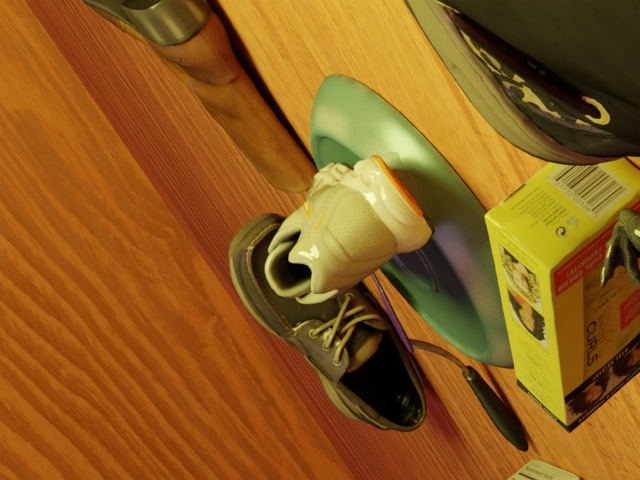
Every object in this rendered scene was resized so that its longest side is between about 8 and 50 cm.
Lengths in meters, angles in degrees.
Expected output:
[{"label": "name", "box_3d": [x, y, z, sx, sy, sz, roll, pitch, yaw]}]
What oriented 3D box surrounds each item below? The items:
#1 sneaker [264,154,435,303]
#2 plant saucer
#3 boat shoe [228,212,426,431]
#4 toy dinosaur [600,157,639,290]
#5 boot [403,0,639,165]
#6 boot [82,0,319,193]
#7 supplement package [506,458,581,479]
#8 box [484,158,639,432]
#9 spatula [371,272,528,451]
[{"label": "sneaker", "box_3d": [0.000, 0.000, 1.159, 0.099, 0.121, 0.262, 54, 170, 0]}, {"label": "plant saucer", "box_3d": [0.084, -0.005, 1.237, 0.317, 0.044, 0.317, 51, 171, 12]}, {"label": "boat shoe", "box_3d": [0.028, 0.102, 1.687, 0.130, 0.132, 0.355, 22, 157, 54]}, {"label": "toy dinosaur", "box_3d": [0.190, -0.005, 0.708, 0.268, 0.064, 0.118, 48, 163, 37]}, {"label": "boot", "box_3d": [0.070, -0.161, 0.471, 0.377, 0.138, 0.284, 53, 172, -20]}, {"label": "boot", "box_3d": [-0.127, -0.191, 1.532, 0.264, 0.096, 0.280, 26, 160, 53]}, {"label": "supplement package", "box_3d": [0.184, 0.355, 1.424, 0.139, 0.244, 0.134, 53, 171, -6]}, {"label": "box", "box_3d": [0.162, 0.033, 0.884, 0.058, 0.087, 0.232, 45, 166, 31]}, {"label": "spatula", "box_3d": [0.128, 0.124, 1.406, 0.296, 0.030, 0.084, 45, -171, -28]}]
